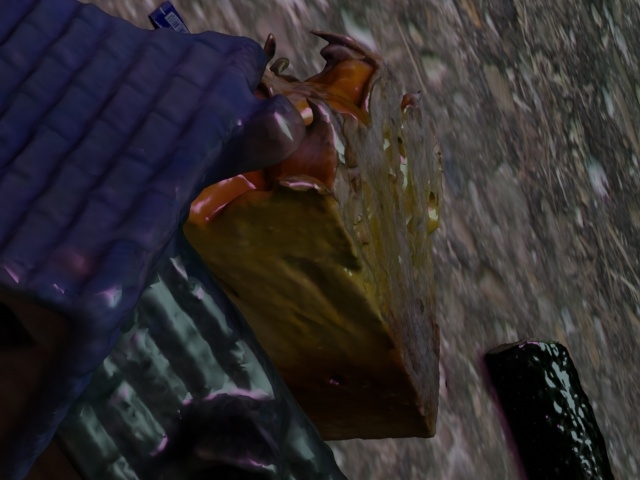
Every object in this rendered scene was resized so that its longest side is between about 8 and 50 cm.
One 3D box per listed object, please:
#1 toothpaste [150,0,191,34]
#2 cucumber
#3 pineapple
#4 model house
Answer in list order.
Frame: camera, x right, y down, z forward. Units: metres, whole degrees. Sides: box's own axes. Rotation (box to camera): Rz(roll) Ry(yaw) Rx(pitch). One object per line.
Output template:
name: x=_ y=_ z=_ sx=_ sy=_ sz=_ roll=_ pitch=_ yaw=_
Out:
toothpaste: x=-0.056 y=-0.077 z=0.779 sx=0.083 sy=0.015 sz=0.024 roll=59 pitch=29 yaw=-16
cucumber: x=0.164 y=0.163 z=1.039 sx=0.058 sy=0.052 sz=0.214 roll=-20 pitch=93 yaw=-46
pineapple: x=0.000 y=0.000 z=0.718 sx=0.236 sy=0.114 sz=0.186 roll=-6 pitch=89 yaw=-63
model house: x=-0.076 y=0.033 z=0.460 sx=0.183 sy=0.172 sz=0.166 roll=61 pitch=25 yaw=-25
